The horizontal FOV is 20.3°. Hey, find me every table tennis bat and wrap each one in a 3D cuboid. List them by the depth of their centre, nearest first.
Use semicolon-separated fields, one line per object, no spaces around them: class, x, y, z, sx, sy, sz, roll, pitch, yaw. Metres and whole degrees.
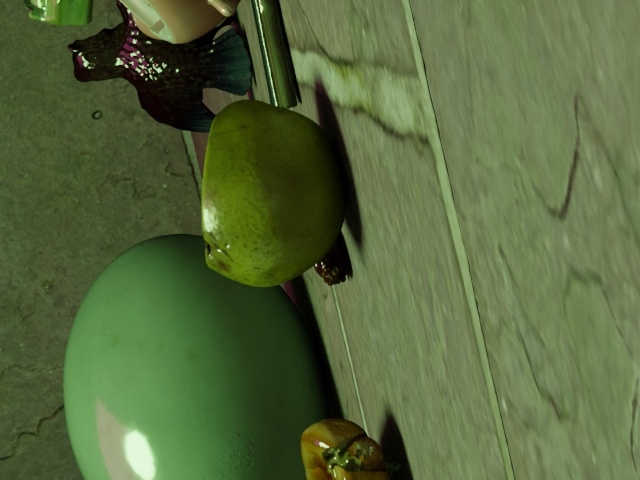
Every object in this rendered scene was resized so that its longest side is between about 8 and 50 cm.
table tennis bat;-0.055;-0.240;1.449;0.154;0.021;0.274;-121;20;-77

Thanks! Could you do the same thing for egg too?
egg;-0.131;0.170;1.882;0.276;0.276;0.389;85;174;-57

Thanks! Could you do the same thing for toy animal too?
toy animal;-0.168;-0.191;1.852;0.116;0.179;0.218;-111;10;-52

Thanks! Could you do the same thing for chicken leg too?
chicken leg;-0.002;-0.004;1.468;0.062;0.037;0.145;64;179;-29

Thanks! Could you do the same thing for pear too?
pear;-0.031;-0.034;1.322;0.141;0.104;0.141;7;-90;-84

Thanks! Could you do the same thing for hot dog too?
hot dog;0.030;0.205;1.466;0.249;0.068;0.100;85;159;-69

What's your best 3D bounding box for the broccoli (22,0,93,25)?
broccoli;-0.255;-0.384;1.981;0.288;0.235;0.260;-99;-10;-64

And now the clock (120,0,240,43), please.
clock;-0.149;-0.285;1.555;0.227;0.142;0.241;48;178;-17
